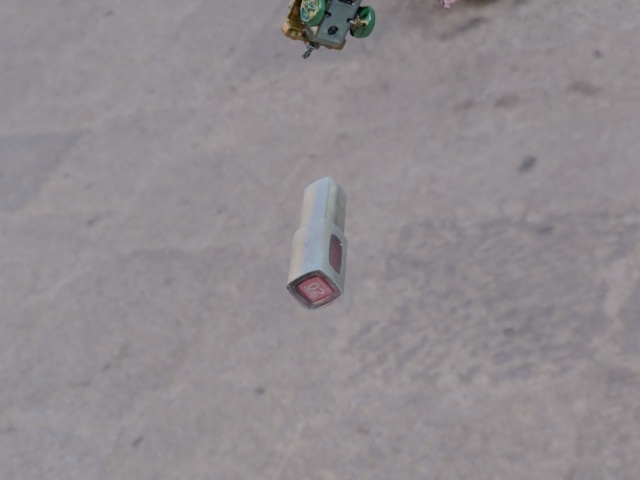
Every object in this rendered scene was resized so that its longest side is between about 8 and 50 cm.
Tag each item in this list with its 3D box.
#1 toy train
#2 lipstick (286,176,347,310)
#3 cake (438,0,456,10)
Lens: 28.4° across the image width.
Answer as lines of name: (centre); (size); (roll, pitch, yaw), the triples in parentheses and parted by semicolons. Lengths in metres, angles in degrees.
toy train: (0.019, -0.336, 1.565); (0.091, 0.227, 0.136); (8, 32, -33)
lipstick: (0.000, 0.000, 2.088); (0.077, 0.079, 0.252); (-28, 32, 25)
cake: (0.212, -0.512, 2.197); (0.116, 0.113, 0.295); (-36, 27, 17)
